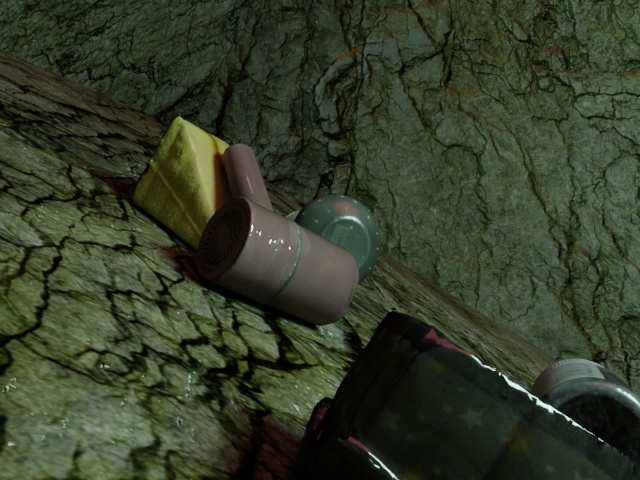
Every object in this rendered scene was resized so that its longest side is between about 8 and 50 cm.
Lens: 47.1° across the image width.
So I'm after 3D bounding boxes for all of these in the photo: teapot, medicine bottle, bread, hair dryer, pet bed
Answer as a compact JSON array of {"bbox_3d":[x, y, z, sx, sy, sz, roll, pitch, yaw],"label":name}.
[{"bbox_3d":[0.000,0.000,1.445,0.183,0.184,0.251,27,-6,-21],"label":"teapot"},{"bbox_3d":[0.377,0.259,1.046,0.165,0.165,0.273,31,6,15],"label":"medicine bottle"},{"bbox_3d":[-0.153,-0.063,1.207,0.264,0.163,0.167,34,7,31],"label":"bread"},{"bbox_3d":[-0.080,-0.039,1.123,0.210,0.125,0.353,26,29,-34],"label":"hair dryer"},{"bbox_3d":[0.101,0.174,0.569,0.210,0.159,0.183,34,-5,-3],"label":"pet bed"}]
